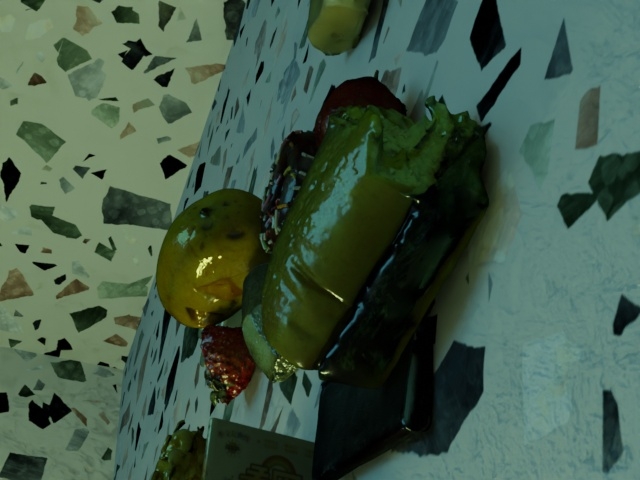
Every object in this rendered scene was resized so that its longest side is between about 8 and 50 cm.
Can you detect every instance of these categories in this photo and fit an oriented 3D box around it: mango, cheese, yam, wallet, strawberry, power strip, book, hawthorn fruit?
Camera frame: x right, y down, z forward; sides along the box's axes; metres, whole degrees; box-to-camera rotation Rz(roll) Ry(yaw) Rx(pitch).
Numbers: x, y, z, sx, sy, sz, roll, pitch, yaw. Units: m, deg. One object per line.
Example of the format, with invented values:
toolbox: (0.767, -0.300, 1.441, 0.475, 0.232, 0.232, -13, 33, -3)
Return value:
mango: (-0.221, 0.048, 2.145, 0.365, 0.253, 0.182, -59, 34, 40)
cheese: (0.051, -0.538, 1.943, 0.259, 0.128, 0.315, 147, 136, -71)
yam: (-0.098, 0.155, 1.934, 0.259, 0.106, 0.106, -100, 28, -57)
wallet: (0.067, 0.225, 1.389, 0.318, 0.045, 0.172, 132, 149, -54)
strawberry: (-0.181, 0.243, 2.158, 0.236, 0.107, 0.175, -93, -16, -51)
power strip: (-0.251, 0.218, 2.476, 0.265, 0.059, 0.193, 164, 118, -71)
book: (-0.088, 0.423, 1.470, 0.020, 0.208, 0.295, -33, 44, 52)
hawthorn fruit: (0.069, -0.188, 1.572, 0.172, 0.148, 0.148, -69, 12, -20)

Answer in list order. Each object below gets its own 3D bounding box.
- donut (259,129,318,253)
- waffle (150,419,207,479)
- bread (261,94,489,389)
donut: (-0.045, -0.090, 1.947, 0.270, 0.103, 0.269, -168, 90, -76)
waffle: (-0.216, 0.479, 1.508, 0.382, 0.095, 0.379, 90, -172, -51)
bread: (0.054, 0.002, 1.297, 0.251, 0.208, 0.376, -93, 25, -64)
